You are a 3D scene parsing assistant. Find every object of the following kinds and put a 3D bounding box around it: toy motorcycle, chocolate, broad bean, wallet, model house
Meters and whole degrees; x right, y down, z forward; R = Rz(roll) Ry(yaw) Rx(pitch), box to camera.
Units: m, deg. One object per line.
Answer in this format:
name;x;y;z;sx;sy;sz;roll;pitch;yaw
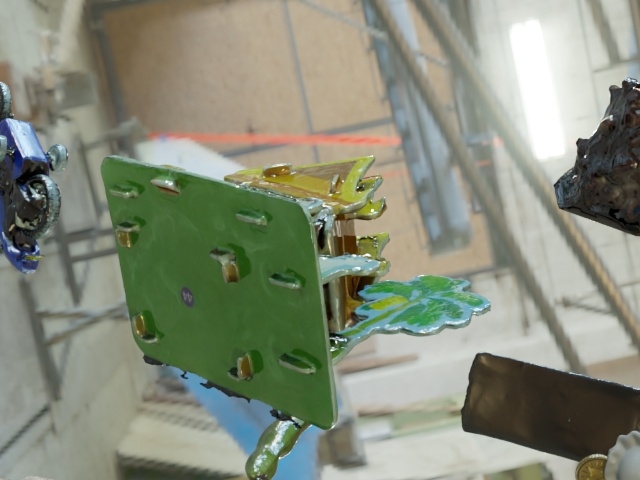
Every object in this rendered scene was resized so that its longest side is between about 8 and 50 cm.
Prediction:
toy motorcycle;-0.465;-0.091;1.908;0.169;0.113;0.315;-53;-131;28
chocolate;0.435;-0.137;1.703;0.224;0.206;0.177;25;-46;39
broad bean;-0.054;0.278;1.817;0.046;0.065;0.254;58;34;-13
wallet;0.371;0.273;2.056;0.030;0.285;0.146;-43;145;-72
model house;0.000;0.000;1.339;0.357;0.312;0.243;13;-59;47

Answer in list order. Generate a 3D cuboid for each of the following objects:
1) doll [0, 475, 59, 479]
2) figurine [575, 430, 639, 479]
doll;-0.227;0.247;0.788;0.119;0.278;0.154;20;42;-41
figurine;0.473;0.309;1.671;0.143;0.271;0.143;-9;90;-86
